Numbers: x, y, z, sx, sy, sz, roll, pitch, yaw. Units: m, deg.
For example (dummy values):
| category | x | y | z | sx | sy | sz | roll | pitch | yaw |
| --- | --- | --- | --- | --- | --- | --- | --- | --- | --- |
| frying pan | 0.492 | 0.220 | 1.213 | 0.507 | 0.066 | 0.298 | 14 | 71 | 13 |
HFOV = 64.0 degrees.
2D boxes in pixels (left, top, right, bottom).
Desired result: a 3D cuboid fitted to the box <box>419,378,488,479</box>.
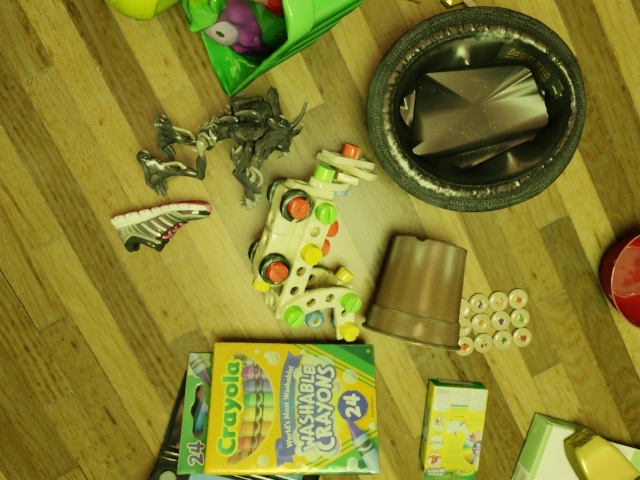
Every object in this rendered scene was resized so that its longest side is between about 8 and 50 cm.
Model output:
| category | x | y | z | sx | sy | sz | roll | pitch | yaw |
| --- | --- | --- | --- | --- | --- | --- | --- | --- | --- |
| box | 0.243 | 0.351 | 0.944 | 0.105 | 0.043 | 0.179 | 6 | 94 | -5 |

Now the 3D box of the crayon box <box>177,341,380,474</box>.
| category | x | y | z | sx | sy | sz | roll | pitch | yaw |
| --- | --- | --- | --- | --- | --- | --- | --- | --- | --- |
| crayon box | -0.070 | 0.278 | 0.848 | 0.322 | 0.083 | 0.203 | 1 | 65 | -4 |

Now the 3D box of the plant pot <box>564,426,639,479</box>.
| category | x | y | z | sx | sy | sz | roll | pitch | yaw |
| --- | --- | --- | --- | --- | --- | --- | --- | --- | --- |
| plant pot | 0.478 | 0.378 | 0.891 | 0.081 | 0.081 | 0.083 | -35 | 87 | 1 |

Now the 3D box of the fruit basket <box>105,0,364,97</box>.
| category | x | y | z | sx | sy | sz | roll | pitch | yaw |
| --- | --- | --- | --- | --- | --- | --- | --- | --- | --- |
| fruit basket | -0.151 | -0.336 | 0.633 | 0.391 | 0.392 | 0.283 | -20 | 102 | -1 |

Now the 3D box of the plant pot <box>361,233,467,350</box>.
| category | x | y | z | sx | sy | sz | roll | pitch | yaw |
| --- | --- | --- | --- | --- | --- | --- | --- | --- | --- |
| plant pot | 0.168 | 0.082 | 0.856 | 0.166 | 0.167 | 0.165 | 13 | 88 | -5 |

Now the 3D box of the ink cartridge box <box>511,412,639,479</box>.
| category | x | y | z | sx | sy | sz | roll | pitch | yaw |
| --- | --- | --- | --- | --- | --- | --- | --- | --- | --- |
| ink cartridge box | 0.494 | 0.440 | 0.964 | 0.234 | 0.056 | 0.171 | 16 | 95 | -7 |

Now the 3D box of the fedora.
| category | x | y | z | sx | sy | sz | roll | pitch | yaw |
| --- | --- | --- | --- | --- | --- | --- | --- | --- | --- |
| fedora | 0.235 | -0.199 | 0.824 | 0.333 | 0.152 | 0.335 | 0 | 97 | 0 |

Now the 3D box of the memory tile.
| category | x | y | z | sx | sy | sz | roll | pitch | yaw |
| --- | --- | --- | --- | --- | --- | --- | --- | --- | --- |
| memory tile | 0.313 | 0.150 | 0.940 | 0.147 | 0.012 | 0.113 | -8 | 97 | -3 |

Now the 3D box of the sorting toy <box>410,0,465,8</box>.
| category | x | y | z | sx | sy | sz | roll | pitch | yaw |
| --- | --- | --- | --- | --- | --- | --- | --- | --- | --- |
| sorting toy | 0.253 | -0.537 | 0.843 | 0.228 | 0.041 | 0.308 | 14 | 95 | -5 |

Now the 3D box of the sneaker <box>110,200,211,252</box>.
| category | x | y | z | sx | sy | sz | roll | pitch | yaw |
| --- | --- | --- | --- | --- | --- | --- | --- | --- | --- |
| sneaker | -0.260 | -0.021 | 0.858 | 0.170 | 0.063 | 0.075 | -12 | 97 | 3 |

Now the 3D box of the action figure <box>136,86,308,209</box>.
| category | x | y | z | sx | sy | sz | roll | pitch | yaw |
| --- | --- | --- | --- | --- | --- | --- | --- | --- | --- |
| action figure | -0.135 | -0.145 | 0.799 | 0.275 | 0.141 | 0.164 | -5 | 62 | 19 |

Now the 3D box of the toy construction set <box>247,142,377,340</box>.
| category | x | y | z | sx | sy | sz | roll | pitch | yaw |
| --- | --- | --- | --- | --- | --- | --- | --- | --- | --- |
| toy construction set | 0.000 | 0.000 | 0.818 | 0.214 | 0.151 | 0.328 | 9 | 95 | -31 |

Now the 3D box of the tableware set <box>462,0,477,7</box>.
| category | x | y | z | sx | sy | sz | roll | pitch | yaw |
| --- | --- | --- | --- | --- | --- | --- | --- | --- | --- |
| tableware set | 0.222 | -0.481 | 0.817 | 0.194 | 0.039 | 0.128 | 36 | 99 | -10 |

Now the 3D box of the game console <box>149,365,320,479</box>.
| category | x | y | z | sx | sy | sz | roll | pitch | yaw |
| --- | --- | --- | --- | --- | --- | --- | --- | --- | --- |
| game console | -0.133 | 0.391 | 0.864 | 0.292 | 0.250 | 0.174 | 17 | 122 | -5 |

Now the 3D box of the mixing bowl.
| category | x | y | z | sx | sy | sz | roll | pitch | yaw |
| --- | --- | --- | --- | --- | --- | --- | --- | --- | --- |
| mixing bowl | 0.571 | 0.063 | 0.904 | 0.181 | 0.098 | 0.182 | 0 | 96 | -4 |
